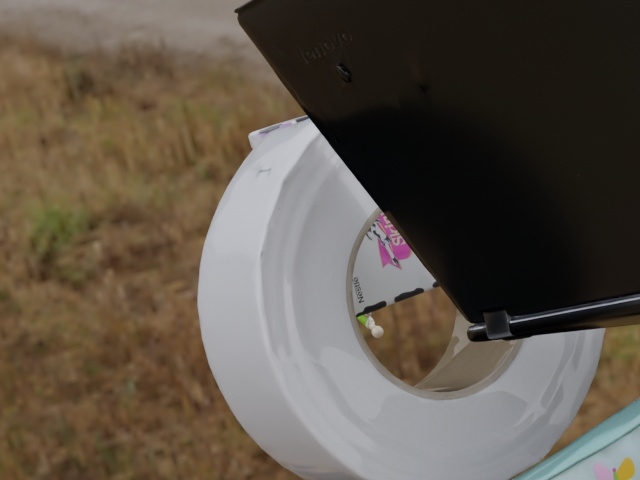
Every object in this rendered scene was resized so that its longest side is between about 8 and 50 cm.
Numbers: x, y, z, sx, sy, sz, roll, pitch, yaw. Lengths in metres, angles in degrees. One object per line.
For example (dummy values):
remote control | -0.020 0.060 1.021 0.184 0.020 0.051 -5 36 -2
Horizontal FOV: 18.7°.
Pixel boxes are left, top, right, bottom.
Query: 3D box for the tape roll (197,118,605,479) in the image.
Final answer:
tape roll | 0.059 0.038 1.369 0.286 0.286 0.100 -28 8 -27

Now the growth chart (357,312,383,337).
growth chart | 0.000 0.000 2.437 0.021 0.237 0.172 -34 36 -14

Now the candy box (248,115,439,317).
candy box | 0.058 -0.037 1.580 0.196 0.164 0.070 -20 4 -35

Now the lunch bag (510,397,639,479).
lunch bag | 0.229 0.215 1.274 0.223 0.262 0.160 -35 34 19

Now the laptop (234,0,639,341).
laptop | 0.218 -0.072 1.179 0.408 0.236 0.382 -5 -5 -27
